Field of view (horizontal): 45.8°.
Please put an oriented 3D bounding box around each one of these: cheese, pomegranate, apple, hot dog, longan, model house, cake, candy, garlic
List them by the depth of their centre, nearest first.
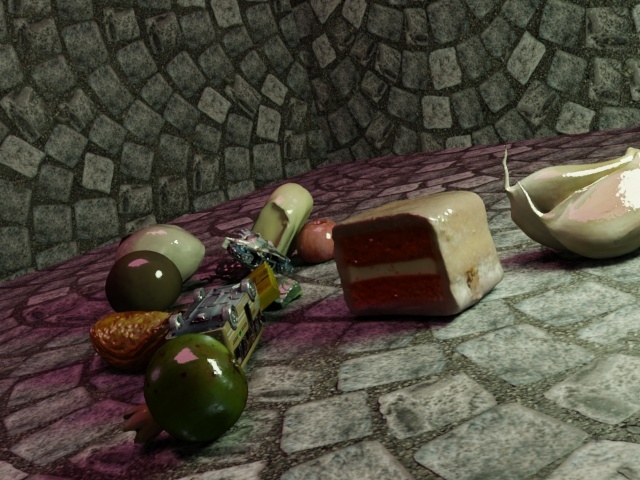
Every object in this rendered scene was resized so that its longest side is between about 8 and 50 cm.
[{"bbox_3d":[-0.234,0.266,1.285,0.225,0.187,0.187,-38,9,10],"label":"pomegranate"},{"bbox_3d":[0.204,0.032,1.659,0.308,0.237,0.230,-7,11,39],"label":"cake"},{"bbox_3d":[0.579,-0.070,1.689,0.339,0.246,0.231,2,25,3],"label":"garlic"},{"bbox_3d":[-0.416,0.229,1.767,0.258,0.114,0.175,-6,19,34],"label":"hot dog"},{"bbox_3d":[-0.101,0.141,1.949,0.078,0.066,0.083,11,43,40],"label":"model house"},{"bbox_3d":[-0.504,0.125,2.149,0.220,0.197,0.196,-15,12,5],"label":"longan"},{"bbox_3d":[0.000,0.000,2.295,0.153,0.120,0.153,-13,12,3],"label":"apple"},{"bbox_3d":[-0.119,-0.045,2.343,0.127,0.266,0.233,29,16,9],"label":"cheese"},{"bbox_3d":[-0.495,0.069,2.348,0.295,0.185,0.295,-8,-23,-3],"label":"candy"}]

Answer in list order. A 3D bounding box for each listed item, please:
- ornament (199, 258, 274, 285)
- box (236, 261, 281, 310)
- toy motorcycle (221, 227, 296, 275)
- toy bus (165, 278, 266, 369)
[{"bbox_3d":[-0.275,0.110,2.208,0.202,0.080,0.236,-3,16,29],"label":"ornament"},{"bbox_3d":[-0.179,0.141,1.927,0.153,0.041,0.279,-41,14,1],"label":"box"},{"bbox_3d":[-0.198,0.025,2.151,0.108,0.239,0.204,-48,49,0],"label":"toy motorcycle"},{"bbox_3d":[-0.208,0.191,1.588,0.139,0.157,0.289,-11,13,10],"label":"toy bus"}]
